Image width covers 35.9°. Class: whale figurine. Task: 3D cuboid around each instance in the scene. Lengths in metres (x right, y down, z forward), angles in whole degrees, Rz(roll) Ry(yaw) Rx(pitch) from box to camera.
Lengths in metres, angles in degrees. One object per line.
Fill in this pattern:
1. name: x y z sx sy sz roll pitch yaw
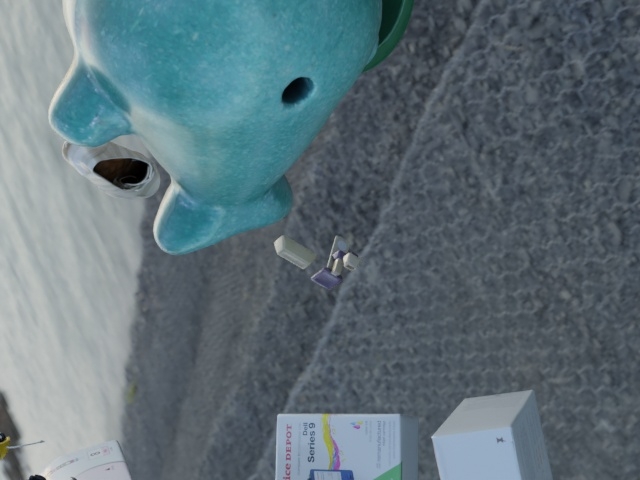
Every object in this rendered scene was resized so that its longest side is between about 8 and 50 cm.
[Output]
1. whale figurine: -0.048 -0.085 0.587 0.141 0.216 0.272 51 149 37

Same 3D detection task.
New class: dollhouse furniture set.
1. dollhouse furniture set: 0.000 0.000 1.480 0.114 0.081 0.091 30 144 -17

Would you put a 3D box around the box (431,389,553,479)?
1. box: 0.202 0.257 1.129 0.091 0.170 0.130 -11 91 22

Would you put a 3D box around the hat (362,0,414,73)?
1. hat: -0.011 -0.281 1.121 0.183 0.173 0.209 40 121 55

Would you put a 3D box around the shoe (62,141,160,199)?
1. shoe: -0.285 -0.095 1.406 0.058 0.077 0.219 33 -178 24

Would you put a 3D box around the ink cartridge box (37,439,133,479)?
1. ink cartridge box: -0.367 0.358 1.329 0.189 0.232 0.066 -148 49 -67

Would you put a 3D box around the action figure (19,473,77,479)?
1. action figure: -0.261 0.350 1.112 0.275 0.141 0.164 2 138 37

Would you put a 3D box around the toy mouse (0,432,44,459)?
1. toy mouse: -0.435 0.259 1.167 0.161 0.143 0.031 7 98 15

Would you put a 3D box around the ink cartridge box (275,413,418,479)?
1. ink cartridge box: 0.040 0.351 1.553 0.212 0.093 0.154 -4 76 24
